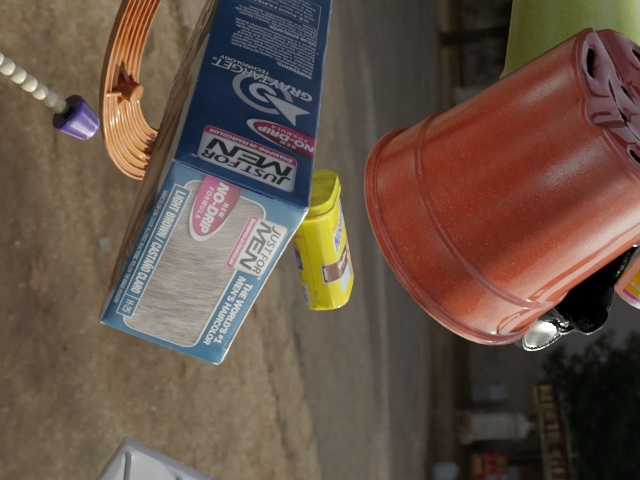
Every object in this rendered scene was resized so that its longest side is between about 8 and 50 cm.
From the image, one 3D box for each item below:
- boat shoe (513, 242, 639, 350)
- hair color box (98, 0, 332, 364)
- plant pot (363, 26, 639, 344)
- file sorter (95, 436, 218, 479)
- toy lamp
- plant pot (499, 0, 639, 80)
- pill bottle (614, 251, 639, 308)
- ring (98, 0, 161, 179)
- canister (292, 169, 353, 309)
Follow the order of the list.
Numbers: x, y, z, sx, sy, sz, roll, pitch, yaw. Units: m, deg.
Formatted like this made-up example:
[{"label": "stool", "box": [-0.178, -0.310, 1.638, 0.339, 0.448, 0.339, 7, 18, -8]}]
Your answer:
[{"label": "boat shoe", "box": [0.334, 0.065, 1.476, 0.113, 0.127, 0.340, 64, -31, 32]}, {"label": "hair color box", "box": [-0.077, -0.087, 0.936, 0.347, 0.105, 0.174, -85, -160, -51]}, {"label": "plant pot", "box": [0.233, -0.068, 1.174, 0.272, 0.265, 0.272, 25, 48, -30]}, {"label": "file sorter", "box": [-0.142, 0.384, 1.219, 0.192, 0.278, 0.173, -56, -164, 16]}, {"label": "toy lamp", "box": [-0.516, -0.278, 2.052, 0.275, 0.080, 0.080, 42, 37, -38]}, {"label": "plant pot", "box": [0.411, -0.345, 1.816, 0.276, 0.276, 0.253, -63, 151, -75]}, {"label": "pill bottle", "box": [0.378, 0.035, 1.297, 0.083, 0.043, 0.043, -56, -177, 17]}, {"label": "ring", "box": [-0.130, -0.218, 1.238, 0.336, 0.032, 0.336, -55, 161, -29]}, {"label": "canister", "box": [0.000, 0.000, 1.635, 0.126, 0.073, 0.169, -75, 157, -61]}]
